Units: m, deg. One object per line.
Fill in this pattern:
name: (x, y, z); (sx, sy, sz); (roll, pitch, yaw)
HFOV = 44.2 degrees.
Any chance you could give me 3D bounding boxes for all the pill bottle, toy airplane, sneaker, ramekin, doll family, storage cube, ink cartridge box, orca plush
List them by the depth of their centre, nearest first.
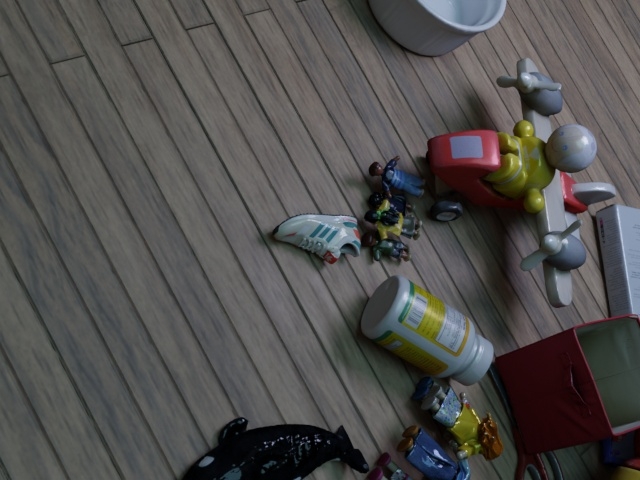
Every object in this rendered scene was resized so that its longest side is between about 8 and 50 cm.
orca plush: (-0.050, 0.324, 1.122); (0.287, 0.102, 0.151); (8, 67, -27)
doll family: (0.206, 0.341, 1.252); (0.163, 0.118, 0.263); (42, 56, -9)
sneaker: (0.000, 0.000, 1.306); (0.161, 0.057, 0.075); (-1, 66, -33)
pill bottle: (0.181, 0.156, 1.312); (0.208, 0.117, 0.117); (32, 58, -15)
storage cube: (0.455, 0.250, 1.373); (0.215, 0.193, 0.184); (-6, 71, -35)
doll family: (0.123, -0.058, 1.395); (0.111, 0.076, 0.193); (18, 58, -18)
toy airplane: (0.416, -0.121, 1.463); (0.386, 0.272, 0.384); (50, 55, -3)
ramekin: (0.226, -0.511, 1.592); (0.277, 0.135, 0.277); (11, 66, -27)
ink cartridge box: (0.746, 0.104, 1.688); (0.324, 0.071, 0.330); (9, 70, -27)

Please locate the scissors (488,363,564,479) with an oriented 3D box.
scissors: (0.361, 0.325, 1.411); (0.109, 0.021, 0.297); (-5, 72, -30)

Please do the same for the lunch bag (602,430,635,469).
lunch bag: (0.665, 0.359, 1.516); (0.293, 0.138, 0.221); (23, 63, -10)

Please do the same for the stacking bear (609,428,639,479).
stacking bear: (0.575, 0.442, 1.357); (0.175, 0.164, 0.289); (41, 67, -54)
